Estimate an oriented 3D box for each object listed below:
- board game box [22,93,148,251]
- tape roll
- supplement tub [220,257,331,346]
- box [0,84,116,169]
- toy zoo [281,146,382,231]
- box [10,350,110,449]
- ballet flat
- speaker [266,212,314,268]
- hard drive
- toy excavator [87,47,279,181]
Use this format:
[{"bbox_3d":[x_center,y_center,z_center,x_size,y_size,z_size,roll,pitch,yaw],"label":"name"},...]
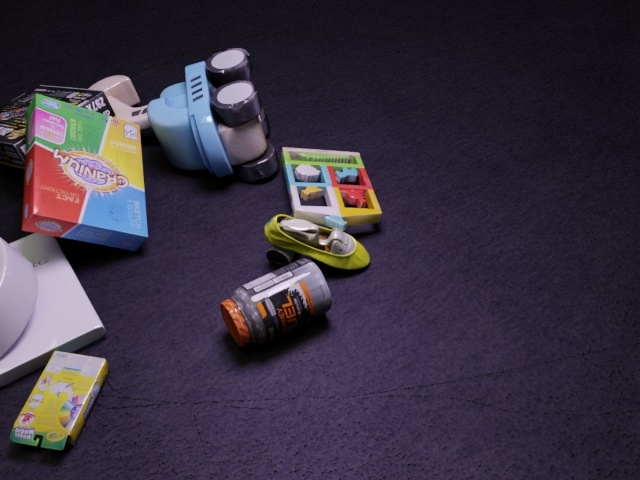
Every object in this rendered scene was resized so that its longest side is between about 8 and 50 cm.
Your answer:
[{"bbox_3d":[-0.502,-0.144,1.452,0.242,0.064,0.316,13,51,-37],"label":"board game box"},{"bbox_3d":[-0.680,0.116,1.262,0.286,0.100,0.286,-9,55,13],"label":"tape roll"},{"bbox_3d":[-0.085,0.120,1.281,0.190,0.117,0.117,-25,51,-20],"label":"supplement tub"},{"bbox_3d":[-0.694,-0.283,1.651,0.322,0.079,0.257,13,47,39],"label":"box"},{"bbox_3d":[0.022,-0.114,1.512,0.192,0.030,0.293,2,39,-14],"label":"toy zoo"},{"bbox_3d":[-0.454,0.284,1.188,0.105,0.043,0.179,8,45,8],"label":"box"},{"bbox_3d":[0.000,0.000,1.376,0.231,0.077,0.077,17,52,-8],"label":"ballet flat"},{"bbox_3d":[-0.063,-0.004,1.442,0.055,0.055,0.136,17,50,17],"label":"speaker"},{"bbox_3d":[-0.585,0.121,1.347,0.210,0.040,0.318,-27,51,-21],"label":"hard drive"},{"bbox_3d":[-0.361,-0.306,1.655,0.445,0.222,0.433,-15,46,-1],"label":"toy excavator"}]
